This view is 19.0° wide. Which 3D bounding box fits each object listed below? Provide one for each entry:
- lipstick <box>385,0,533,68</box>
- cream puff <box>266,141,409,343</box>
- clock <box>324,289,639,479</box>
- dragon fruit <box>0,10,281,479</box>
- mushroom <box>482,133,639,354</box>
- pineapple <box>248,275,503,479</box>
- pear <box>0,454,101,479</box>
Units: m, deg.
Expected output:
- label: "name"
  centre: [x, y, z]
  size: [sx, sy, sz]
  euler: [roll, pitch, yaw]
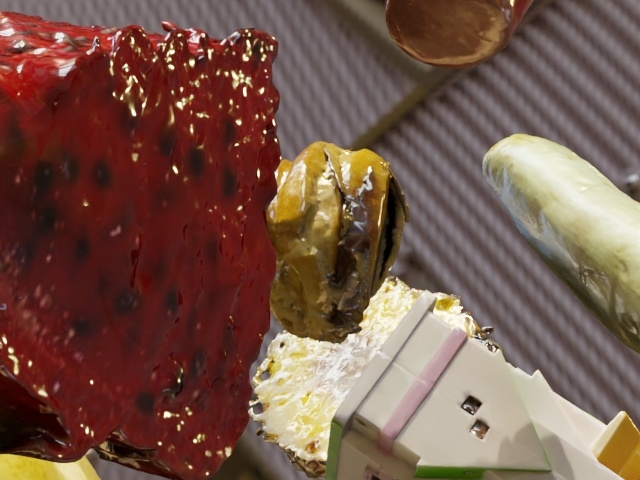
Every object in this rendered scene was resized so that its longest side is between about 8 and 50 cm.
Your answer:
- label: "lipstick"
  centre: [0.099, -0.161, 0.559]
  size: [0.061, 0.274, 0.068]
  euler: [45, -25, -29]
- label: "cream puff"
  centre: [0.000, 0.000, 1.264]
  size: [0.104, 0.119, 0.133]
  euler: [14, -78, 7]
- label: "clock"
  centre: [0.171, 0.206, 1.602]
  size: [0.309, 0.166, 0.235]
  euler: [35, -17, 10]
- label: "dragon fruit"
  centre: [-0.203, -0.002, 0.870]
  size: [0.286, 0.329, 0.228]
  euler: [11, -79, 19]
- label: "mushroom"
  centre: [0.217, 0.015, 1.378]
  size: [0.333, 0.087, 0.107]
  euler: [-136, -151, -59]
- label: "pineapple"
  centre: [0.090, 0.219, 1.913]
  size: [0.262, 0.262, 0.272]
  euler: [30, -28, 45]
- label: "pear"
  centre: [-0.286, 0.226, 1.336]
  size: [0.314, 0.314, 0.314]
  euler: [25, -58, 47]
